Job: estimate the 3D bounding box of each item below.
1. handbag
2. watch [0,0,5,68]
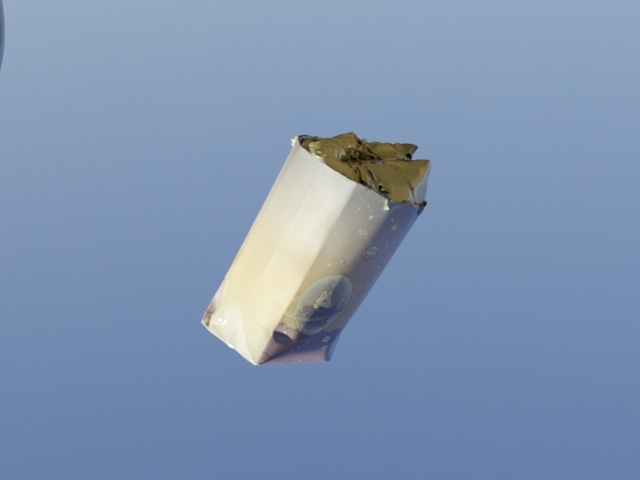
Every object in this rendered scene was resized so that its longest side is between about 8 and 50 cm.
[{"bbox_3d":[0.000,0.000,1.105,0.095,0.173,0.117,36,-167,23],"label":"handbag"},{"bbox_3d":[-0.274,-0.118,0.846,0.193,0.206,0.068,-58,-173,-14],"label":"watch"}]
